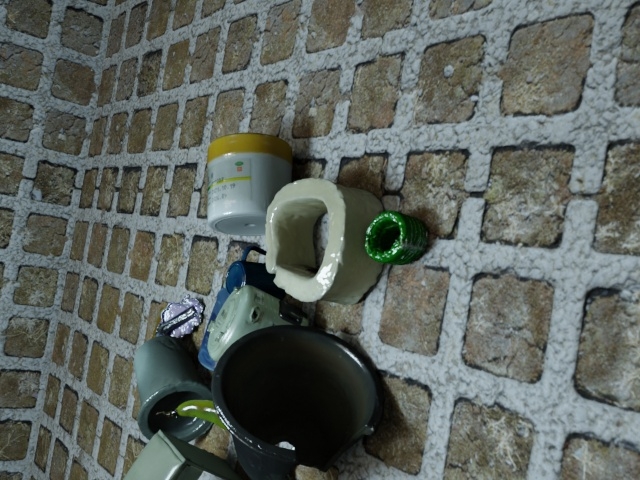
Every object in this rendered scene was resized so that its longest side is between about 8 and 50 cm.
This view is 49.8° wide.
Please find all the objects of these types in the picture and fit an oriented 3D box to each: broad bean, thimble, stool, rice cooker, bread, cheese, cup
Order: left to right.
[{"bbox_3d":[-0.524,0.320,2.333,0.128,0.087,0.232,38,112,44],"label":"bread"},{"bbox_3d":[-0.378,0.688,1.844,0.170,0.269,0.244,23,77,51],"label":"stool"},{"bbox_3d":[-0.301,0.489,1.941,0.324,0.067,0.075,0,50,24],"label":"broad bean"},{"bbox_3d":[-0.183,0.101,1.901,0.113,0.138,0.150,-43,50,37],"label":"cup"},{"bbox_3d":[-0.149,0.240,1.750,0.226,0.244,0.226,-55,15,23],"label":"rice cooker"},{"bbox_3d":[-0.003,0.002,1.682,0.332,0.153,0.293,9,88,53],"label":"cheese"},{"bbox_3d":[0.167,-0.004,1.519,0.130,0.090,0.118,15,92,52],"label":"thimble"}]

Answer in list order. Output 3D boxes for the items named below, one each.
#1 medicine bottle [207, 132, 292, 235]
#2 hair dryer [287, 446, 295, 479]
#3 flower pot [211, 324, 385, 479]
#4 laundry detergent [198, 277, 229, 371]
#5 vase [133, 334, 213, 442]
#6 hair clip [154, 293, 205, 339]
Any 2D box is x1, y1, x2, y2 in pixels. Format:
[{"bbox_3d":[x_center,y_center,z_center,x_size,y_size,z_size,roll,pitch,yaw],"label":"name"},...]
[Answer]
[{"bbox_3d":[-0.195,-0.149,1.898,0.237,0.237,0.232,-19,67,49],"label":"medicine bottle"},{"bbox_3d":[-0.056,0.571,1.712,0.199,0.067,0.167,-47,55,15],"label":"hair dryer"},{"bbox_3d":[-0.069,0.398,1.559,0.379,0.379,0.251,-122,33,-42],"label":"flower pot"},{"bbox_3d":[-0.275,0.235,2.024,0.143,0.094,0.290,18,96,56],"label":"laundry detergent"},{"bbox_3d":[-0.462,0.448,2.127,0.245,0.244,0.291,-65,31,18],"label":"vase"},{"bbox_3d":[-0.463,0.255,2.238,0.195,0.052,0.124,-36,83,6],"label":"hair clip"}]
